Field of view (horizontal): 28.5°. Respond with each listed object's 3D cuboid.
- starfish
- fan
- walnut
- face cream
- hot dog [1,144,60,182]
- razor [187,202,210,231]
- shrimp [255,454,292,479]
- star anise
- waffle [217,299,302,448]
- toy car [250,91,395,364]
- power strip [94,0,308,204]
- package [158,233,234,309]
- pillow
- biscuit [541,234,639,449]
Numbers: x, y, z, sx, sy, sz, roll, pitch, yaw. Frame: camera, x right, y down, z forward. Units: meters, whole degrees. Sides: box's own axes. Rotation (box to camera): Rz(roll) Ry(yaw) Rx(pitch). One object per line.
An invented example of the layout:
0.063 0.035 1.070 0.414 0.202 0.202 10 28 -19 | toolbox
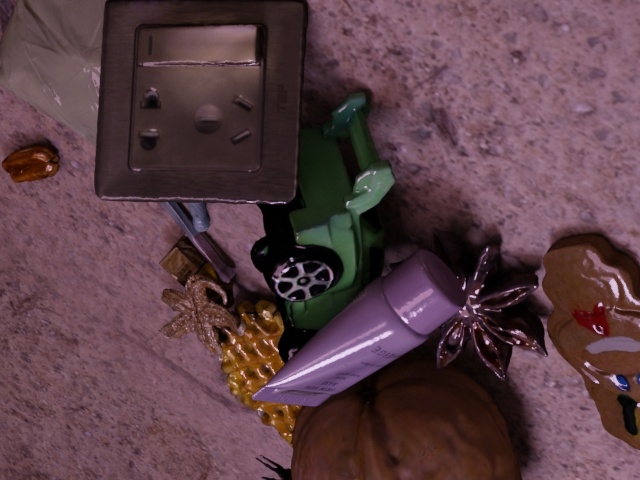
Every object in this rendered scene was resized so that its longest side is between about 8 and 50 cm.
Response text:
-0.185 0.117 1.916 0.210 0.053 0.150 12 134 43 | starfish
-0.222 -0.049 1.898 0.282 0.023 0.057 49 142 -1 | fan
0.125 0.332 1.732 0.306 0.306 0.343 0 121 43 | walnut
0.050 0.124 1.561 0.274 0.154 0.096 -40 64 22 | face cream
-0.470 -0.124 2.050 0.144 0.038 0.062 -9 122 49 | hot dog
-0.190 -0.091 1.794 0.068 0.106 0.232 26 149 23 | razor
0.017 0.379 1.916 0.145 0.116 0.343 -17 152 31 | shrimp
0.178 0.081 1.608 0.262 0.081 0.230 -17 114 37 | star anise
-0.030 0.218 1.946 0.329 0.062 0.329 23 138 23 | waffle
0.000 0.000 1.611 0.358 0.177 0.213 83 172 -47 | toy car
-0.142 -0.168 1.536 0.257 0.092 0.251 2 90 12 | power strip
-0.182 0.053 1.944 0.131 0.047 0.071 43 141 -2 | package
-0.297 -0.269 1.645 0.274 0.076 0.280 31 113 15 | pillow
0.361 0.133 1.522 0.183 0.047 0.319 17 136 36 | biscuit
